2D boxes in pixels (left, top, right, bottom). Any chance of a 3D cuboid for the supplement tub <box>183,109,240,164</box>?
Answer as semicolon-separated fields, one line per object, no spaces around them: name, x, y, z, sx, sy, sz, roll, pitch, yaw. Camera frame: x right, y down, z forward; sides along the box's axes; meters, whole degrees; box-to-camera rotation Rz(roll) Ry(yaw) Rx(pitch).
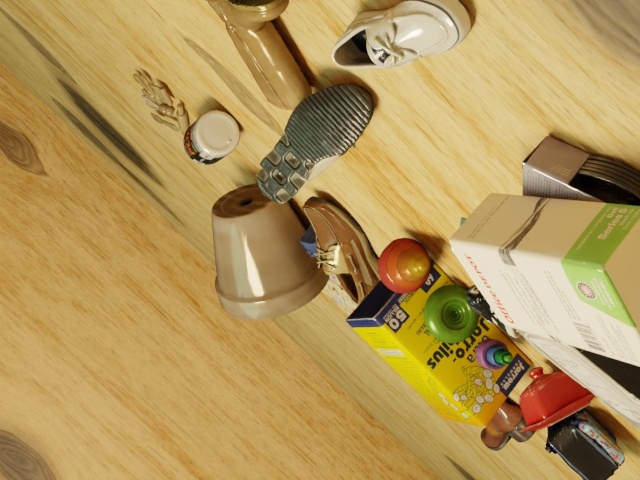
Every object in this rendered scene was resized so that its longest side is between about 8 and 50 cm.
supplement tub;-0.280;-0.255;1.920;0.117;0.117;0.190;46;162;-12

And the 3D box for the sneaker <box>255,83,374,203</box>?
sneaker;0.004;-0.205;1.438;0.122;0.146;0.330;50;138;-3

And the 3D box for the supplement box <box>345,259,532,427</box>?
supplement box;0.269;0.233;1.752;0.356;0.194;0.195;44;163;-8

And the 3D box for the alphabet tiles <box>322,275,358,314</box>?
alphabet tiles;0.095;0.188;2.326;0.284;0.021;0.278;34;161;26

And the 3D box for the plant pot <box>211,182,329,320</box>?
plant pot;-0.162;0.008;2.059;0.323;0.323;0.280;22;137;49

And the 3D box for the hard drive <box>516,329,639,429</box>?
hard drive;0.511;0.237;1.351;0.339;0.064;0.237;38;175;-1

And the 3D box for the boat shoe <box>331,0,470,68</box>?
boat shoe;0.105;-0.278;1.064;0.095;0.084;0.258;49;162;-20

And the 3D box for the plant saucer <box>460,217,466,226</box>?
plant saucer;0.332;0.010;1.374;0.192;0.018;0.067;23;155;46

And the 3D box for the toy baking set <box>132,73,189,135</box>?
toy baking set;-0.440;-0.379;2.135;0.196;0.030;0.256;41;163;14

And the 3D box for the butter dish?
butter dish;0.487;0.327;1.626;0.118;0.160;0.160;62;169;17

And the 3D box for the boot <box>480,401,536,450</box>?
boot;0.427;0.451;2.098;0.280;0.096;0.264;42;163;5

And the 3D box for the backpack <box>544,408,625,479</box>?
backpack;0.583;0.446;1.703;0.158;0.117;0.173;43;-166;2

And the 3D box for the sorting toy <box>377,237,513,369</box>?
sorting toy;0.279;0.139;1.595;0.365;0.127;0.126;46;169;-7

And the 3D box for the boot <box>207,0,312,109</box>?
boot;-0.079;-0.342;1.336;0.236;0.089;0.269;35;164;47

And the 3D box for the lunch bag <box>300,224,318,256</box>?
lunch bag;0.000;0.000;1.948;0.067;0.098;0.065;14;150;48

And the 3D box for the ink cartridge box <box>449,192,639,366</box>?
ink cartridge box;0.341;0.047;1.050;0.198;0.115;0.272;52;160;-27

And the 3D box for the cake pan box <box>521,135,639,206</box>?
cake pan box;0.406;-0.007;1.085;0.245;0.070;0.267;30;159;30

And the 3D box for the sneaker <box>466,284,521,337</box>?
sneaker;0.334;0.107;1.498;0.121;0.079;0.217;29;159;39

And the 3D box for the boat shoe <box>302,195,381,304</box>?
boat shoe;0.054;0.035;1.875;0.122;0.120;0.324;16;149;55
